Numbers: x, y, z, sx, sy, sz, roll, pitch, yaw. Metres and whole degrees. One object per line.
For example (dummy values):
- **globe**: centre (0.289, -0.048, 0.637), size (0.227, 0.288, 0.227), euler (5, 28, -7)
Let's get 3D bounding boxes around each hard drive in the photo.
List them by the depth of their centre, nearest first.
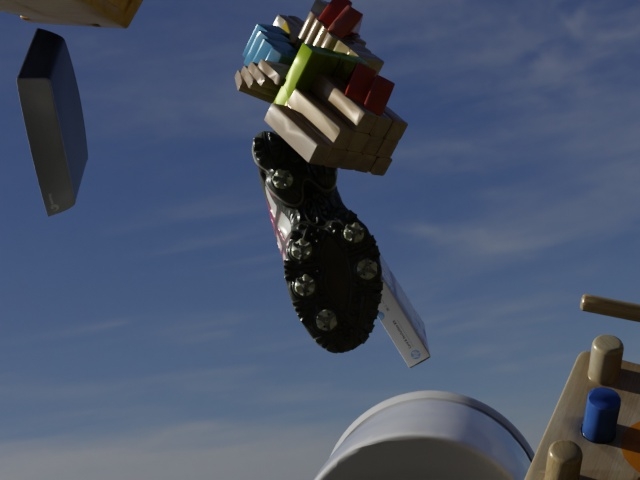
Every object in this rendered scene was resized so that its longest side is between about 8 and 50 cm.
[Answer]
- **hard drive**: centre (-0.414, -0.183, 1.868), size (0.054, 0.172, 0.254), euler (-1, -51, 2)

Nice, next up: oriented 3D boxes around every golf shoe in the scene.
- **golf shoe**: centre (0.000, 0.000, 1.329), size (0.105, 0.272, 0.120), euler (-13, -19, -6)

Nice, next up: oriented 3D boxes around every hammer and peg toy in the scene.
- **hammer and peg toy**: centre (0.393, 0.208, 1.364), size (0.266, 0.361, 0.127), euler (14, -50, 20)

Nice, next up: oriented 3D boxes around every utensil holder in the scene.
- **utensil holder**: centre (0.135, 0.376, 1.548), size (0.328, 0.327, 0.385), euler (-14, -3, 9)

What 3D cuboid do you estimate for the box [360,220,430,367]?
- **box**: centre (0.091, 0.073, 1.689), size (0.038, 0.186, 0.145), euler (-31, 12, 9)

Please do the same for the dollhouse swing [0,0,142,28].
- **dollhouse swing**: centre (-0.462, -0.569, 2.079), size (0.315, 0.304, 0.347), euler (8, -5, 21)

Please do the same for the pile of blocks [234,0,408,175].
- **pile of blocks**: centre (-0.006, -0.200, 1.277), size (0.149, 0.362, 0.112), euler (19, -67, -22)
